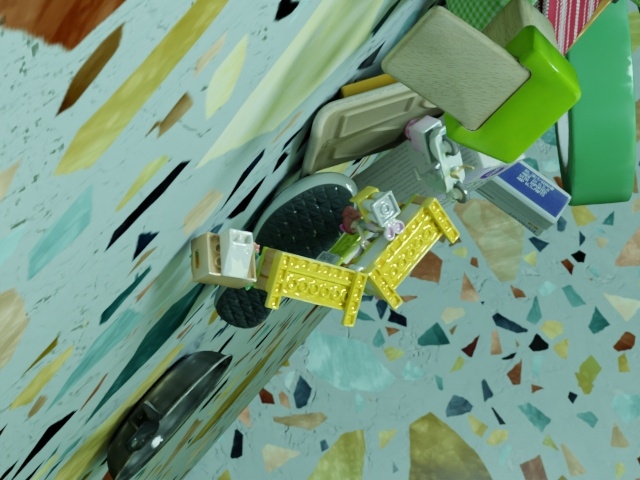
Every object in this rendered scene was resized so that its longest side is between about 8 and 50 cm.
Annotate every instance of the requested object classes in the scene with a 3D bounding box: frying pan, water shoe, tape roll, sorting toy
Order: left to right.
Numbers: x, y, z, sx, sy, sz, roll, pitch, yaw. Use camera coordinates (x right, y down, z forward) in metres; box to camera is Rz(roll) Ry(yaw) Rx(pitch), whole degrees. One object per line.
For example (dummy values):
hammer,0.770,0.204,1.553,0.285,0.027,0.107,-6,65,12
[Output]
frying pan,-0.194,0.210,1.771,0.197,0.053,0.326,-52,173,24
water shoe,-0.038,-0.006,1.539,0.203,0.073,0.080,-48,-159,31
sorting toy,0.077,-0.120,1.468,0.208,0.038,0.193,-22,170,-9
tape roll,0.330,-0.204,2.017,0.321,0.077,0.321,-4,90,-85

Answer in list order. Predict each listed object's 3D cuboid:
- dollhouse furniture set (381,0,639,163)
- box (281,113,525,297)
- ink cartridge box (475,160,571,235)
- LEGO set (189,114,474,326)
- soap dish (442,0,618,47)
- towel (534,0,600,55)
dollhouse furniture set,0.126,-0.233,1.205,0.197,0.151,0.301,-46,-153,30
box,0.060,-0.035,1.570,0.063,0.067,0.324,-14,165,-43
ink cartridge box,0.208,-0.093,2.058,0.045,0.223,0.224,-54,176,-2
LEGO set,0.000,0.000,1.395,0.287,0.132,0.107,-27,-156,-30
soap dish,0.217,-0.240,1.655,0.291,0.118,0.229,-48,175,-14
towel,0.256,-0.294,1.453,0.275,0.031,0.199,-55,158,-23
